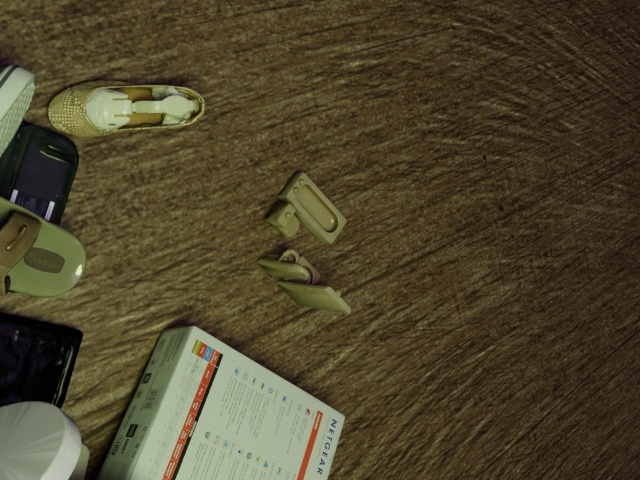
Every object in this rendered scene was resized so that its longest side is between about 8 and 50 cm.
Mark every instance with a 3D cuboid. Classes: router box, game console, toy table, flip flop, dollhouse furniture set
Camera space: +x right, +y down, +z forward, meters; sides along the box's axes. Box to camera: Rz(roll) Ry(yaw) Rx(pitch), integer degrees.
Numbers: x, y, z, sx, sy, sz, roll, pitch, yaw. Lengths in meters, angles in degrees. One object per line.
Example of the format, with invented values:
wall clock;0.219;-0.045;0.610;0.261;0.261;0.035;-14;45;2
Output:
router box;-0.138;0.330;1.009;0.301;0.082;0.335;38;57;-30
game console;-0.369;0.040;0.896;0.213;0.044;0.361;21;80;-38
toy table;-0.336;0.297;0.822;0.161;0.274;0.252;55;30;-35
flip flop;-0.327;0.017;0.780;0.112;0.080;0.277;-62;157;-2
dollhouse furniture set;0.000;0.000;1.120;0.144;0.123;0.151;47;65;-29

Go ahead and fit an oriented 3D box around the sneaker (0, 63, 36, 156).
sneaker;-0.425;-0.071;0.778;0.128;0.126;0.321;31;73;-11

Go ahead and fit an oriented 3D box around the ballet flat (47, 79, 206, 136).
ballet flat;-0.238;-0.172;0.967;0.206;0.067;0.073;-14;102;-35
